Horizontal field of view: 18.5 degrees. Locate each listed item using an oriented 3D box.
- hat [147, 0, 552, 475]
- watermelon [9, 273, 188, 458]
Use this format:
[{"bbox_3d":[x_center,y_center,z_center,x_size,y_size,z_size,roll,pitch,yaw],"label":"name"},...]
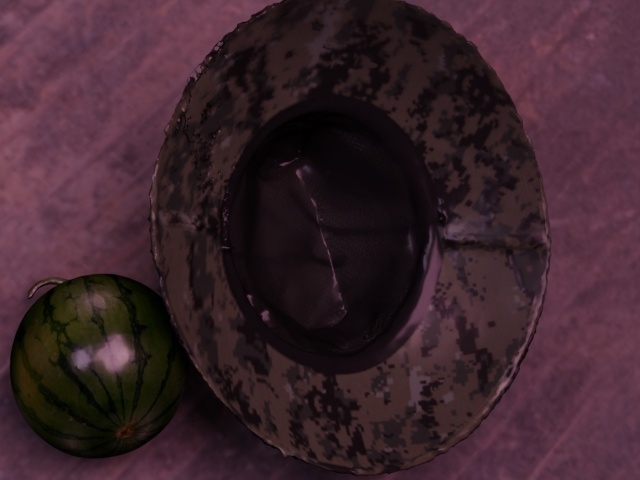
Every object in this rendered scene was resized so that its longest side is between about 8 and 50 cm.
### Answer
[{"bbox_3d":[0.000,0.000,1.115,0.265,0.128,0.265,3,83,-23],"label":"hat"},{"bbox_3d":[-0.118,0.063,1.055,0.109,0.109,0.109,9,66,-20],"label":"watermelon"}]
